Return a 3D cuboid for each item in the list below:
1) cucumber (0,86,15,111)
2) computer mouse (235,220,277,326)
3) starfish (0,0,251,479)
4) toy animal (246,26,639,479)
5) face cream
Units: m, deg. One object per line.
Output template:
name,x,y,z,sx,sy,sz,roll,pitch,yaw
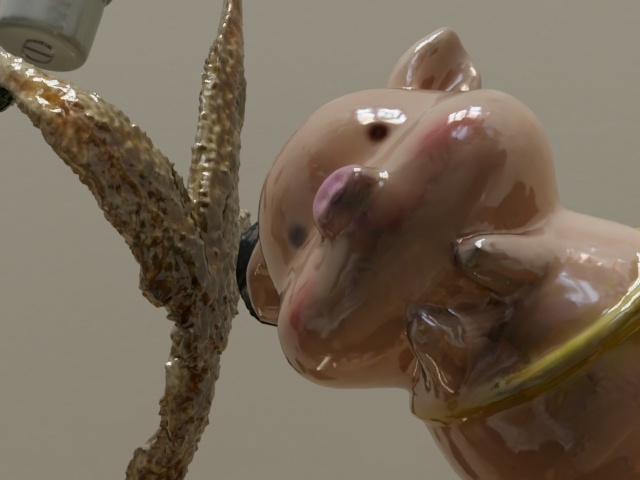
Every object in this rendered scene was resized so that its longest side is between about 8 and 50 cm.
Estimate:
cucumber,-0.340,-0.081,0.954,0.257,0.043,0.044,-18,-94,2
computer mouse,0.000,0.000,0.834,0.079,0.047,0.135,43,-100,-11
starfish,-0.121,0.016,0.952,0.132,0.384,0.398,-5,-54,17
toy animal,0.083,0.029,0.530,0.248,0.149,0.165,43,-92,19
face cream,-0.192,-0.294,1.068,0.089,0.143,0.314,23,-112,-20
